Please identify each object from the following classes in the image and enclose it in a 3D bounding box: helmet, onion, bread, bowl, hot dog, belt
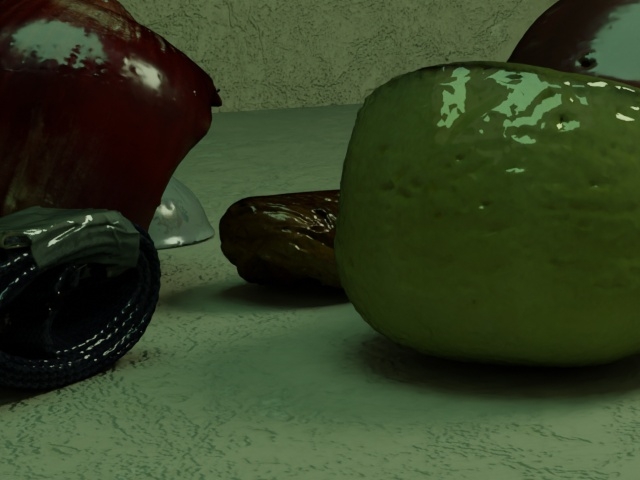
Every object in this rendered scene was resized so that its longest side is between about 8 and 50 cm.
[{"bbox_3d":[0.323,-0.144,1.637,0.385,0.230,0.337,26,-22,-23],"label":"helmet"},{"bbox_3d":[-0.278,-0.099,1.676,0.341,0.341,0.341,-1,10,0],"label":"onion"},{"bbox_3d":[0.168,-0.013,1.388,0.320,0.237,0.320,8,-3,0],"label":"bread"},{"bbox_3d":[-0.220,-0.046,1.988,0.189,0.086,0.189,-1,10,0],"label":"bowl"},{"bbox_3d":[-0.002,-0.003,1.683,0.160,0.099,0.227,8,13,40],"label":"hot dog"},{"bbox_3d":[-0.241,0.041,1.361,0.126,0.140,0.230,7,15,33],"label":"belt"}]
